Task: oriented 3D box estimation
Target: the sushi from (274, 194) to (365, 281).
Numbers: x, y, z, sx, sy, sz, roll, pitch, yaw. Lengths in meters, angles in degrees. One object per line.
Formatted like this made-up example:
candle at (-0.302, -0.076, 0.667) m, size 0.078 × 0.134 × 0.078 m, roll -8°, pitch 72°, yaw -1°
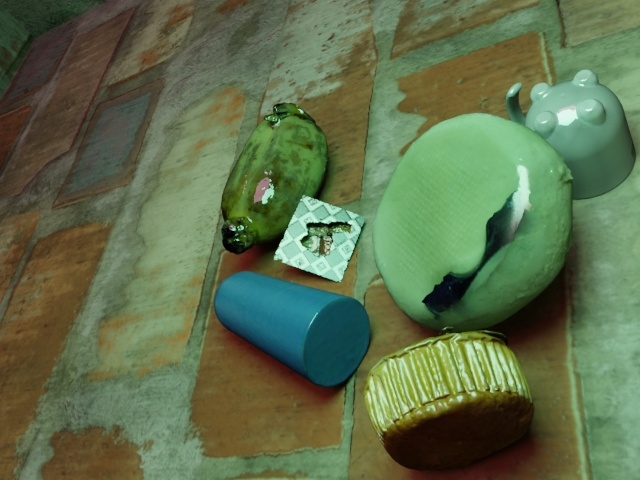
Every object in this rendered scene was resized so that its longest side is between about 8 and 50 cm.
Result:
sushi at (0.000, 0.000, 1.072) m, size 0.120 × 0.026 × 0.126 m, roll 21°, pitch 74°, yaw 9°

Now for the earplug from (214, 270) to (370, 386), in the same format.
earplug at (-0.066, 0.118, 0.982) m, size 0.273 × 0.132 × 0.132 m, roll 15°, pitch 67°, yaw 46°

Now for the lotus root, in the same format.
lotus root at (-0.092, -0.103, 1.149) m, size 0.173 × 0.173 × 0.309 m, roll 4°, pitch 60°, yaw 38°

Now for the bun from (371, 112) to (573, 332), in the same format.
bun at (0.217, -0.016, 0.847) m, size 0.293 × 0.187 × 0.293 m, roll -25°, pitch 57°, yaw 45°

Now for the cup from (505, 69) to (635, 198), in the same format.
cup at (0.351, -0.167, 0.890) m, size 0.134 × 0.142 × 0.173 m, roll -25°, pitch 45°, yaw 18°

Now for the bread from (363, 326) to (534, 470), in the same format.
bread at (0.147, 0.191, 0.719) m, size 0.199 × 0.199 × 0.104 m, roll -26°, pitch 50°, yaw 17°
